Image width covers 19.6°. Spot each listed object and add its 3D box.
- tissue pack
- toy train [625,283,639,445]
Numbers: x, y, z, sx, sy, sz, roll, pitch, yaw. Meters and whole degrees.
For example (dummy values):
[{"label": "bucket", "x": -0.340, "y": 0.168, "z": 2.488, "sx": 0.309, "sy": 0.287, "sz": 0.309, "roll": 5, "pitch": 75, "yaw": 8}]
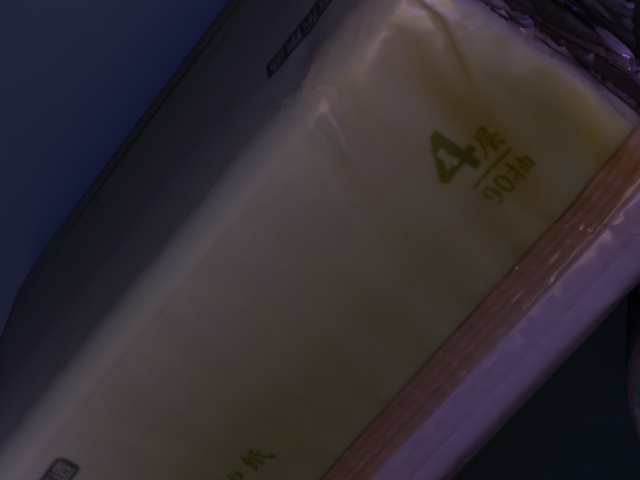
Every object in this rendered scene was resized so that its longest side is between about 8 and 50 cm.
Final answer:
[{"label": "tissue pack", "x": 0.000, "y": 0.000, "z": 0.566, "sx": 0.125, "sy": 0.159, "sz": 0.234, "roll": 34, "pitch": 116, "yaw": -16}, {"label": "toy train", "x": 0.217, "y": 0.065, "z": 0.615, "sx": 0.159, "sy": 0.129, "sz": 0.326, "roll": -37, "pitch": 112, "yaw": 27}]
